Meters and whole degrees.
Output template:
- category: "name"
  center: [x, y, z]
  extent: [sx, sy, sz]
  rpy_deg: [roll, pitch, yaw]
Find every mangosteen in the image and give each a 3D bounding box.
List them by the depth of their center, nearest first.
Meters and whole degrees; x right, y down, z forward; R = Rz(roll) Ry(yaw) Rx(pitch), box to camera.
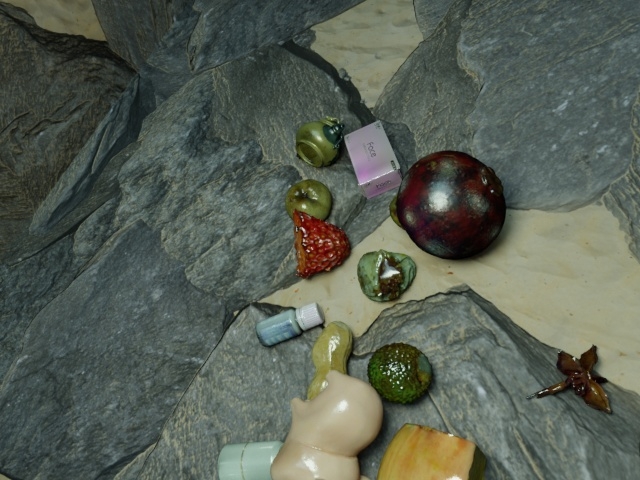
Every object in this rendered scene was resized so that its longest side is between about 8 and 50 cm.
- category: "mangosteen"
  center: [0.338, -0.080, 1.337]
  extent: [0.359, 0.306, 0.306]
  rpy_deg: [-38, 44, 40]

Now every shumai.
- category: "shumai"
  center: [0.173, 0.087, 1.384]
  extent: [0.184, 0.142, 0.184]
  rpy_deg: [-10, 58, 16]

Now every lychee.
- category: "lychee"
  center: [0.194, 0.339, 1.217]
  extent: [0.171, 0.171, 0.171]
  rpy_deg: [-12, 56, 18]

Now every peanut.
- category: "peanut"
  center: [0.027, 0.351, 1.315]
  extent: [0.117, 0.101, 0.263]
  rpy_deg: [-20, 52, 44]

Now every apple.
- category: "apple"
  center: [0.242, 0.575, 1.017]
  extent: [0.309, 0.252, 0.314]
  rpy_deg: [-67, 14, -22]

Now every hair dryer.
- category: "hair dryer"
  center: [-0.165, 0.702, 1.200]
  extent: [0.173, 0.107, 0.357]
  rpy_deg: [-12, 65, 18]

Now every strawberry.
- category: "strawberry"
  center: [0.000, 0.000, 1.497]
  extent: [0.178, 0.234, 0.233]
  rpy_deg: [-7, 54, -10]

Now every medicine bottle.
- category: "medicine bottle"
  center: [-0.092, 0.252, 1.437]
  extent: [0.203, 0.083, 0.083]
  rpy_deg: [-23, 53, 12]

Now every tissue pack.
- category: "tissue pack"
  center: [0.180, -0.279, 1.639]
  extent: [0.149, 0.092, 0.246]
  rpy_deg: [-23, 54, 12]

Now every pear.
- category: "pear"
  center: [-0.040, -0.129, 1.618]
  extent: [0.167, 0.136, 0.167]
  rpy_deg: [-8, 60, 15]

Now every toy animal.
- category: "toy animal"
  center: [0.026, 0.487, 1.142]
  extent: [0.326, 0.237, 0.269]
  rpy_deg: [-45, 49, 11]

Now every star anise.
- category: "star anise"
  center: [0.578, 0.329, 1.109]
  extent: [0.141, 0.144, 0.158]
  rpy_deg: [8, 61, -23]

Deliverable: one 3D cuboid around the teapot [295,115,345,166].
- category: "teapot"
  center: [0.003, -0.369, 1.735]
  extent: [0.182, 0.173, 0.269]
  rpy_deg: [-51, 18, -21]
